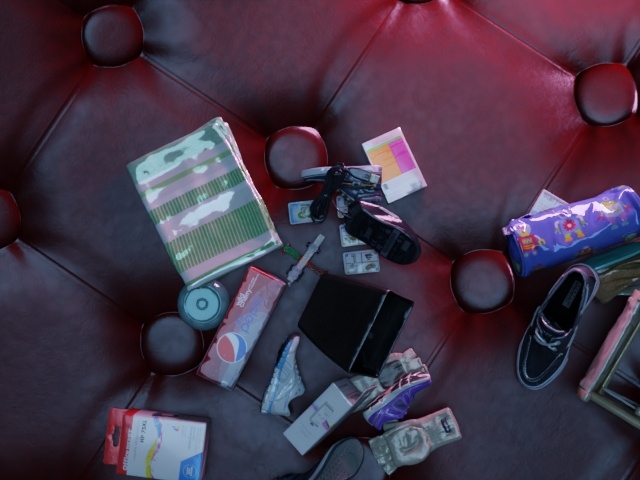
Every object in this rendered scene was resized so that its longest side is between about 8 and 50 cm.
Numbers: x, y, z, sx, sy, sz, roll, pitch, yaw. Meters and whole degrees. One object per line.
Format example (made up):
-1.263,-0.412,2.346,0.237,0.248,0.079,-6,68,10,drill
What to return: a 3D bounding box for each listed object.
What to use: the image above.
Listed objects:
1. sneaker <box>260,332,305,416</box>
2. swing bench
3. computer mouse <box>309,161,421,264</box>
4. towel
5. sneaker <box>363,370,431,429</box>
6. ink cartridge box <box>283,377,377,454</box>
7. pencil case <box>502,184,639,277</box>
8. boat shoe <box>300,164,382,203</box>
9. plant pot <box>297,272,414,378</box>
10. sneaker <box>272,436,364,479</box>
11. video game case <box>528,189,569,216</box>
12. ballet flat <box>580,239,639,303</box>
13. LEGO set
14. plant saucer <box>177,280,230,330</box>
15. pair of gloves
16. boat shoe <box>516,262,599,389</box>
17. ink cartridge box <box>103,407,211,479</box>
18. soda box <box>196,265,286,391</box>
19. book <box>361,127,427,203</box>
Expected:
-0.068,0.298,1.951,0.082,0.071,0.191,18,97,-5,sneaker
0.704,0.268,1.875,0.254,0.165,0.253,30,96,6,swing bench
0.115,-0.068,1.890,0.262,0.060,0.184,27,132,8,computer mouse
-0.255,-0.080,1.959,0.247,0.038,0.325,-27,82,2,towel
0.172,0.343,1.907,0.170,0.068,0.071,-39,94,14,sneaker
0.023,0.360,1.898,0.198,0.115,0.067,-46,77,9,ink cartridge box
0.541,-0.025,1.906,0.306,0.119,0.133,-18,64,-1,pencil case
0.046,-0.121,1.948,0.183,0.065,0.083,-1,95,15,boat shoe
0.064,0.168,1.888,0.166,0.188,0.188,25,89,24,plant pot
-0.017,0.513,1.931,0.226,0.163,0.086,-38,100,-40,sneaker
0.501,-0.039,1.971,0.087,0.011,0.122,31,89,1,video game case
0.731,0.040,1.924,0.342,0.116,0.124,-27,108,1,ballet flat
0.000,0.000,1.976,0.244,0.060,0.183,-7,76,0,LEGO set
-0.261,0.141,1.976,0.119,0.021,0.120,0,88,2,plant saucer
0.170,0.371,1.949,0.204,0.042,0.240,-31,82,6,pair of gloves
0.494,0.189,1.884,0.108,0.102,0.301,33,109,23,boat shoe
-0.364,0.446,1.941,0.230,0.078,0.134,6,88,2,ink cartridge box
-0.171,0.189,1.942,0.092,0.083,0.263,27,88,0,soda box
0.163,-0.166,1.972,0.096,0.035,0.144,-24,89,-2,book
